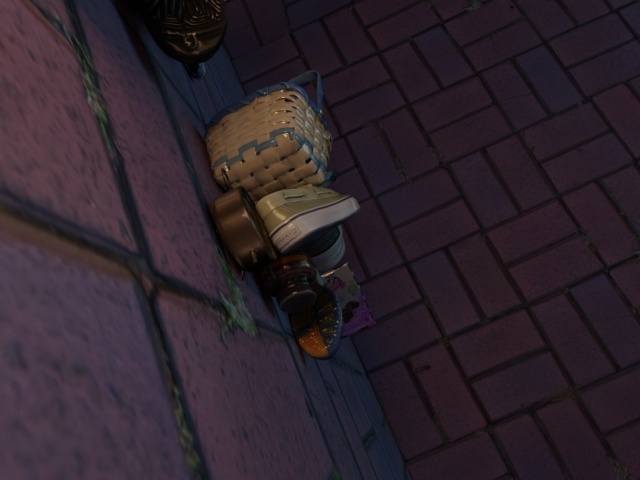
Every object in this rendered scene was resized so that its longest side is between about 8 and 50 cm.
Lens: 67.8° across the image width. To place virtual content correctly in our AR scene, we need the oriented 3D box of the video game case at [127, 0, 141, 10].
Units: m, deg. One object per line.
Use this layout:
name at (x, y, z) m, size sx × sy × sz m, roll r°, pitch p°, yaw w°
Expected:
video game case at (-0.327, -0.537, 0.731) m, size 0.274 × 0.026 × 0.196 m, roll 97°, pitch -22°, yaw -60°

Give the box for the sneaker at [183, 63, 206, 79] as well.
sneaker at (-0.314, -0.451, 1.131) m, size 0.058 × 0.052 × 0.135 m, roll -95°, pitch 161°, yaw -73°

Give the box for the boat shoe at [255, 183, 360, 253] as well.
boat shoe at (-0.010, -0.057, 0.851) m, size 0.094 × 0.109 × 0.302 m, roll 57°, pitch 21°, yaw 3°

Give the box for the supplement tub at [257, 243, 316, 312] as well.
supplement tub at (-0.071, 0.032, 0.881) m, size 0.106 × 0.106 × 0.198 m, roll 63°, pitch 3°, yaw -57°

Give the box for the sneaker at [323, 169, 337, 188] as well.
sneaker at (-0.048, -0.145, 1.636) m, size 0.112 × 0.319 × 0.131 m, roll -14°, pitch -77°, yaw 53°

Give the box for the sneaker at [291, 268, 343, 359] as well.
sneaker at (-0.004, 0.161, 1.058) m, size 0.296 × 0.112 × 0.131 m, roll -111°, pitch 177°, yaw -53°

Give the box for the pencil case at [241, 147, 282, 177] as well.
pencil case at (-0.160, -0.207, 1.188) m, size 0.124 × 0.124 × 0.284 m, roll 63°, pitch 3°, yaw -57°

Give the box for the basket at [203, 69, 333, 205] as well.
basket at (-0.107, -0.211, 0.961) m, size 0.201 × 0.255 × 0.289 m, roll 47°, pitch 30°, yaw -48°

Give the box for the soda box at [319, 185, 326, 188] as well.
soda box at (-0.067, -0.081, 1.194) m, size 0.063 × 0.183 × 0.058 m, roll 43°, pitch 9°, yaw -21°

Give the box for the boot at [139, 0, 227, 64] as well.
boot at (-0.248, -0.414, 0.863) m, size 0.260 × 0.131 × 0.348 m, roll 118°, pitch -41°, yaw -72°

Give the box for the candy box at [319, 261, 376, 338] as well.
candy box at (0.047, 0.185, 1.396) m, size 0.070 × 0.165 × 0.196 m, roll 64°, pitch 1°, yaw -84°

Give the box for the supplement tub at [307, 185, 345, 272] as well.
supplement tub at (-0.047, -0.053, 1.387) m, size 0.191 × 0.191 × 0.272 m, roll -113°, pitch 178°, yaw -50°

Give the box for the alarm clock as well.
alarm clock at (-0.127, -0.032, 0.747) m, size 0.129 × 0.064 × 0.192 m, roll 61°, pitch 7°, yaw -69°
